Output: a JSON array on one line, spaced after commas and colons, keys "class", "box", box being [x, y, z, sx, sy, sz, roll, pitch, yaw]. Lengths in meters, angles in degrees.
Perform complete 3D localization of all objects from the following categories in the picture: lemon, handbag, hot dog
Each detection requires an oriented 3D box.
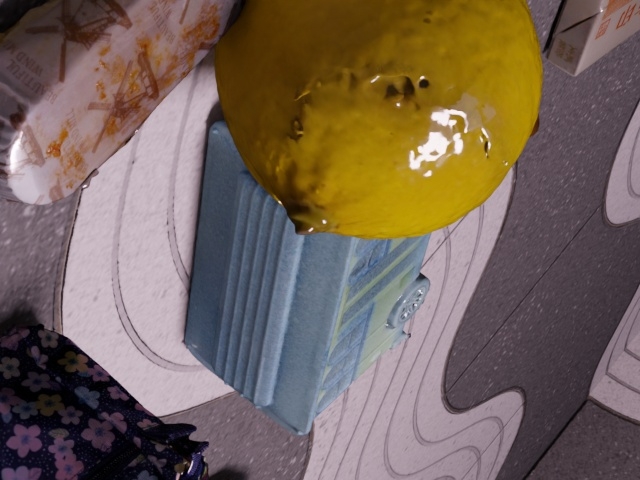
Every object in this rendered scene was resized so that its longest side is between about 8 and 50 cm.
[{"class": "lemon", "box": [0.036, -0.129, 1.093, 0.228, 0.253, 0.228, -11, 156, -5]}, {"class": "handbag", "box": [-0.200, 0.190, 1.122, 0.229, 0.208, 0.127, -48, 154, -8]}, {"class": "hot dog", "box": [-0.134, -0.121, 0.983, 0.253, 0.069, 0.131, -49, 150, -22]}]

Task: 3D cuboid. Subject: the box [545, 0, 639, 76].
[{"class": "box", "box": [0.365, -0.366, 1.696, 0.204, 0.051, 0.365, -36, 153, -41]}]

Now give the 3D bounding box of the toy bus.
[{"class": "toy bus", "box": [0.000, 0.000, 1.340, 0.190, 0.152, 0.312, -40, 156, -35]}]

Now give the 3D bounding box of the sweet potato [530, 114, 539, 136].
[{"class": "sweet potato", "box": [0.214, -0.149, 1.719, 0.049, 0.049, 0.117, -50, 156, -11]}]
